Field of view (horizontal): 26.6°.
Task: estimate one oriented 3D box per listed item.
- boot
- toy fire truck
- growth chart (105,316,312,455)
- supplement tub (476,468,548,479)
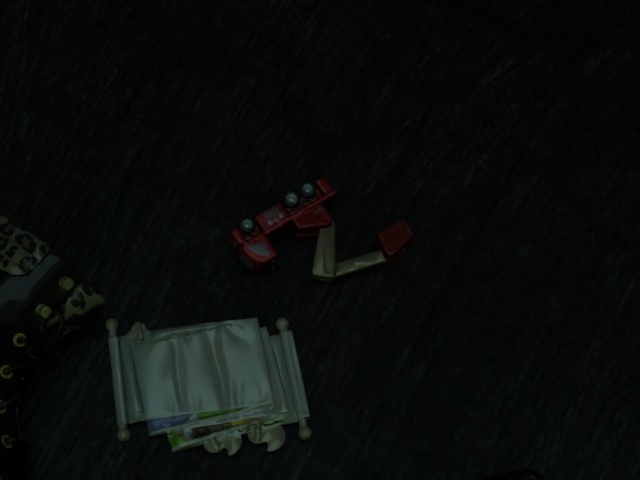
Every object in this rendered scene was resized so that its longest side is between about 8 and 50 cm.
[{"bbox_3d":[-0.345,0.159,1.512,0.377,0.138,0.284,35,71,15],"label":"boot"},{"bbox_3d":[0.000,0.000,1.635,0.192,0.047,0.135,-31,76,-13],"label":"toy fire truck"},{"bbox_3d":[-0.132,0.168,1.578,0.237,0.021,0.172,-2,70,-4],"label":"growth chart"},{"bbox_3d":[0.099,0.377,1.416,0.338,0.207,0.207,-14,71,-8],"label":"supplement tub"}]
